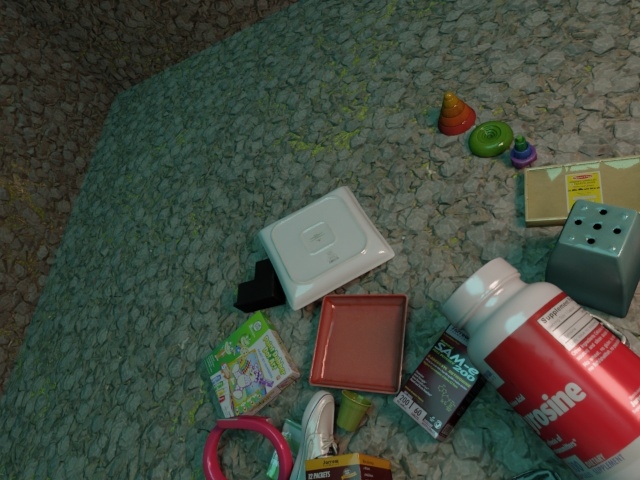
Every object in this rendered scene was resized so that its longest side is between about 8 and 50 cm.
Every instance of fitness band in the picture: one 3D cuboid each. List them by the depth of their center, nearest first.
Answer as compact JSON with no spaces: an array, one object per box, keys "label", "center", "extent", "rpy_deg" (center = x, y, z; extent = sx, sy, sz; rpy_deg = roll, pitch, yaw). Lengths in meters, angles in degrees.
[{"label":"fitness band","center":[-0.196,0.575,1.143],"extent":[0.291,0.054,0.209],"rpy_deg":[-11,79,30]}]

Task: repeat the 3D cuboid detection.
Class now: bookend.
[{"label":"bookend","center":[-0.198,0.142,1.424],"extent":[0.157,0.072,0.156],"rpy_deg":[-18,54,23]}]

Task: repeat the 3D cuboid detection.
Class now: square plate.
[{"label":"square plate","center":[0.000,0.000,1.356],"extent":[0.347,0.049,0.344],"rpy_deg":[-29,52,-2]}]

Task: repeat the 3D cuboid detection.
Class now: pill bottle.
[{"label":"pill bottle","center":[0.439,0.231,0.828],"extent":[0.229,0.229,0.407],"rpy_deg":[-43,62,3]}]

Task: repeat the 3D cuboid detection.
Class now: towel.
[{"label":"towel","center":[-0.075,0.559,1.132],"extent":[0.113,0.023,0.152],"rpy_deg":[9,68,36]}]

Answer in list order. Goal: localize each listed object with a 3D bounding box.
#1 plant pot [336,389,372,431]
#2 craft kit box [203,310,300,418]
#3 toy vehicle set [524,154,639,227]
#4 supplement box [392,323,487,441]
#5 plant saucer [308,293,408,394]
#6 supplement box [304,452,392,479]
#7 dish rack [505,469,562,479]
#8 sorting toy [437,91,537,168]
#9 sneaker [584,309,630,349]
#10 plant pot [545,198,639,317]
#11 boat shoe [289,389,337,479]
[{"label":"plant pot","center":[0.077,0.431,1.086],"extent":[0.083,0.083,0.079],"rpy_deg":[21,87,38]},{"label":"craft kit box","center":[-0.214,0.382,1.305],"extent":[0.246,0.061,0.250],"rpy_deg":[-40,50,2]},{"label":"toy vehicle set","center":[0.655,-0.120,1.078],"extent":[0.267,0.035,0.166],"rpy_deg":[-3,62,30]},{"label":"supplement box","center":[0.297,0.325,1.010],"extent":[0.130,0.073,0.239],"rpy_deg":[33,82,40]},{"label":"plant saucer","center":[0.109,0.275,1.173],"extent":[0.258,0.048,0.259],"rpy_deg":[-5,60,30]},{"label":"supplement box","center":[0.071,0.574,0.923],"extent":[0.129,0.191,0.194],"rpy_deg":[-19,54,21]},{"label":"dish rack","center":[0.420,0.576,0.785],"extent":[0.208,0.074,0.271],"rpy_deg":[-34,50,9]},{"label":"sorting toy","center":[0.470,-0.341,1.267],"extent":[0.127,0.126,0.365],"rpy_deg":[-42,49,3]},{"label":"sneaker","center":[0.543,0.170,0.938],"extent":[0.235,0.095,0.090],"rpy_deg":[31,83,41]},{"label":"plant pot","center":[0.578,0.024,0.910],"extent":[0.166,0.234,0.165],"rpy_deg":[20,75,39]},{"label":"boat shoe","center":[-0.003,0.511,1.059],"extent":[0.088,0.096,0.267],"rpy_deg":[-1,64,46]}]
